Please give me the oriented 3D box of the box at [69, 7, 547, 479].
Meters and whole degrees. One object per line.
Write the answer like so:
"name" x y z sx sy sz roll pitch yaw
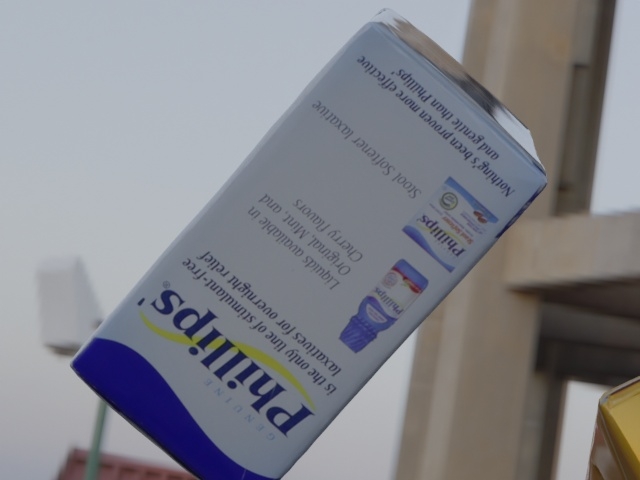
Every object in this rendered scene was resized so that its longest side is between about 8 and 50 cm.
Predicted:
"box" 0.000 0.000 0.553 0.072 0.137 0.126 42 10 -3

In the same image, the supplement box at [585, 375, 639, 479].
"supplement box" 0.185 0.087 0.356 0.194 0.191 0.129 -27 -21 -4
